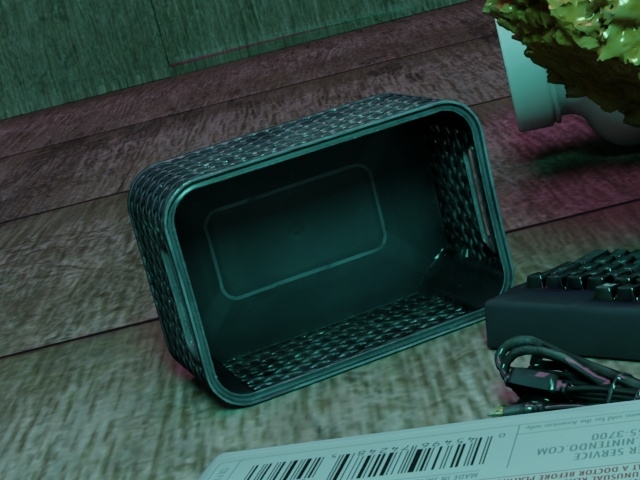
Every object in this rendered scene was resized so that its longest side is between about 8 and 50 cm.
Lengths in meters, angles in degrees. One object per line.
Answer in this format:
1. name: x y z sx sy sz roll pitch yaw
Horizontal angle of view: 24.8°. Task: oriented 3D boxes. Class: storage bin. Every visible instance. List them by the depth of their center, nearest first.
1. storage bin: 0.000 0.000 0.786 0.180 0.122 0.084 -19 14 -16

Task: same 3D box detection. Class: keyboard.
1. keyboard: 0.200 0.036 0.632 0.201 0.033 0.317 -26 17 -40

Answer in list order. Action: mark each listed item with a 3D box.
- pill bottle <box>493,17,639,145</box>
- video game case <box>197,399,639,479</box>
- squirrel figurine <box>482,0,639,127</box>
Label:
1. pill bottle: 0.291 -0.174 1.062 0.322 0.182 0.181 -13 14 8
2. video game case: 0.075 0.119 0.415 0.329 0.036 0.300 -9 14 18
3. squirrel figurine: 0.270 -0.136 0.674 0.397 0.281 0.370 -26 -10 34
